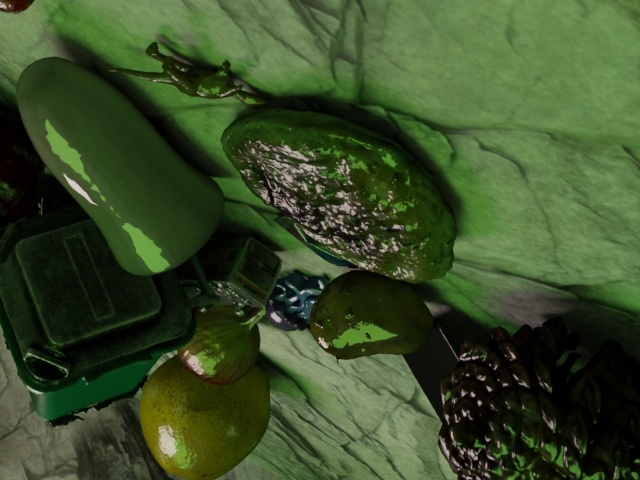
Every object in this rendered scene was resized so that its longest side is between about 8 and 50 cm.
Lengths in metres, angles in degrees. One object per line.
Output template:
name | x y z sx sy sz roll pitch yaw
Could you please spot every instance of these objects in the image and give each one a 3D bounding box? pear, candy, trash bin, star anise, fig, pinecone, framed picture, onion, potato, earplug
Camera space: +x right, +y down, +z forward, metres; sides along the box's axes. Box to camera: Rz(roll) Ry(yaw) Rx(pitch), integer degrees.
pear | -0.246 0.366 2.342 0.294 0.294 0.294 23 160 9
candy | 0.000 0.000 1.498 0.136 0.038 0.088 31 172 -6
trash bin | -0.346 0.113 1.676 0.259 0.295 0.381 65 156 14
star anise | -0.502 -0.029 1.880 0.190 0.126 0.220 4 168 17
fig | -0.166 0.152 1.974 0.143 0.160 0.231 48 134 31
pinecone | 0.306 0.234 1.395 0.296 0.242 0.298 23 149 -8
framed picture | 0.224 0.274 1.646 0.339 0.014 0.255 60 165 3
onion | -0.510 -0.073 1.655 0.195 0.218 0.140 -22 142 31
potato | 0.071 0.104 1.545 0.176 0.137 0.137 -3 152 14
earplug | -0.270 -0.110 1.394 0.172 0.172 0.301 9 149 39

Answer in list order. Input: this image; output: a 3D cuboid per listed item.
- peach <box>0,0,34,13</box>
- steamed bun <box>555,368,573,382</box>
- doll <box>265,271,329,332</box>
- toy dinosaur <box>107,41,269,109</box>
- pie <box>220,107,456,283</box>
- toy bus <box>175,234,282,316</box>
peach | -0.357 -0.283 1.214 0.077 0.050 0.083 5 155 48
steamed bun | 0.328 0.278 1.644 0.177 0.131 0.228 7 151 40
doll | -0.033 0.098 1.748 0.110 0.067 0.206 44 147 -7
toy dinosaur | -0.147 -0.174 1.234 0.126 0.039 0.162 29 162 -36
pie | 0.016 -0.054 1.291 0.323 0.070 0.323 24 161 9
toy bus | -0.161 0.049 1.715 0.092 0.106 0.268 37 160 -27
